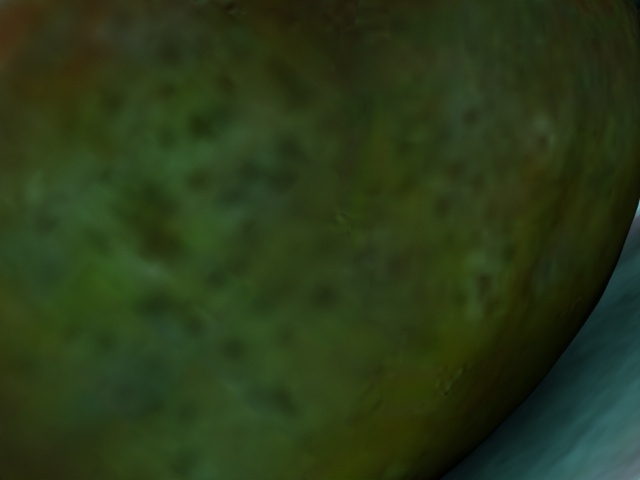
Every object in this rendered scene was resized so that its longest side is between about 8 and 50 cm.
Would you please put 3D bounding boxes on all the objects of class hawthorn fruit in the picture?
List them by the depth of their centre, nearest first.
[{"bbox_3d":[-0.047,-0.006,0.466,0.248,0.208,0.208,-55,9,-8],"label":"hawthorn fruit"}]

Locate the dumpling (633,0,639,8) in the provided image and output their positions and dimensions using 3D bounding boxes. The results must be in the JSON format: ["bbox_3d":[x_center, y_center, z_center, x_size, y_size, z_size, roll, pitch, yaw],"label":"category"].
[{"bbox_3d":[0.085,-0.106,0.819,0.332,0.086,0.166,-42,40,-9],"label":"dumpling"}]
